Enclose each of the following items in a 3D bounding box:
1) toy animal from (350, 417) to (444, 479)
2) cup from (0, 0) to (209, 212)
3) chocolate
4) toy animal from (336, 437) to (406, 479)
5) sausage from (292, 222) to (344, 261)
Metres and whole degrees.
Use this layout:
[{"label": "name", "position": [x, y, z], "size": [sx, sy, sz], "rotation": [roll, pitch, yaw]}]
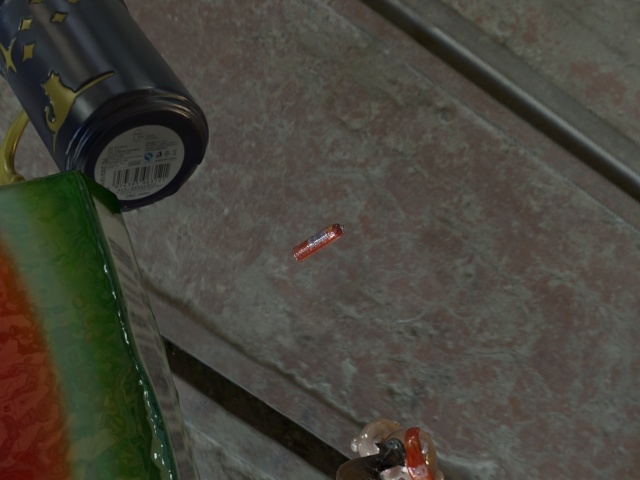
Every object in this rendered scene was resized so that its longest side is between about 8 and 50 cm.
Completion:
[{"label": "toy animal", "position": [0.185, 0.497, 1.582], "size": [0.171, 0.197, 0.171], "rotation": [-6, 100, -38]}, {"label": "cup", "position": [-0.268, -0.139, 0.816], "size": [0.178, 0.255, 0.256], "rotation": [-10, 50, -38]}, {"label": "chocolate", "position": [-0.285, 0.144, 0.531], "size": [0.341, 0.161, 0.360], "rotation": [-16, 77, -16]}, {"label": "toy animal", "position": [0.092, 0.402, 1.055], "size": [0.179, 0.188, 0.089], "rotation": [-39, 132, -13]}, {"label": "sausage", "position": [0.000, 0.000, 1.345], "size": [0.034, 0.129, 0.034], "rotation": [30, 43, -33]}]
